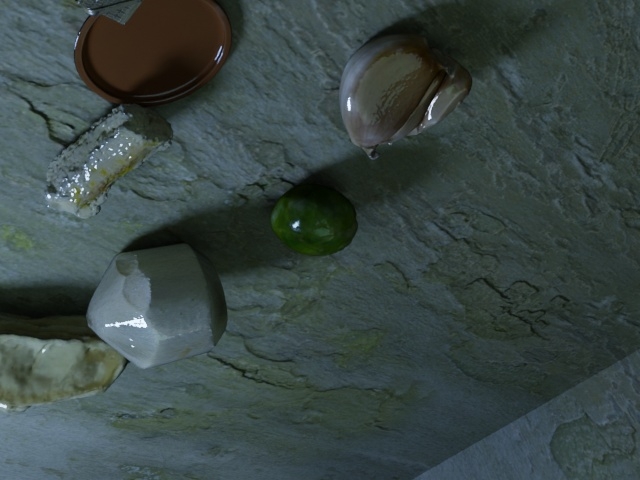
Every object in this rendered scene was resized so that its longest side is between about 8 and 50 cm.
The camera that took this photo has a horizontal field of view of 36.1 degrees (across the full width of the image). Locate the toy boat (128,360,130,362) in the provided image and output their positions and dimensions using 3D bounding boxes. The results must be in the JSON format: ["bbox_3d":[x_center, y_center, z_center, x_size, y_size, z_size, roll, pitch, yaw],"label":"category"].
[{"bbox_3d":[-0.469,0.263,2.183,0.210,0.052,0.104,-34,147,16],"label":"toy boat"}]

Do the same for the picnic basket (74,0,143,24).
[{"bbox_3d":[-0.269,-0.388,1.329,0.079,0.115,0.164,18,129,-42],"label":"picnic basket"}]

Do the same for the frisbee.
[{"bbox_3d":[-0.261,-0.304,1.539,0.251,0.021,0.250,-16,147,-11],"label":"frisbee"}]

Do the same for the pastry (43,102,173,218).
[{"bbox_3d":[-0.360,-0.134,1.646,0.258,0.089,0.121,-36,136,30],"label":"pastry"}]

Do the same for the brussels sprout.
[{"bbox_3d":[-0.007,-0.038,1.949,0.181,0.143,0.161,1,137,-34],"label":"brussels sprout"}]

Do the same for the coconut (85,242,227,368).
[{"bbox_3d":[-0.324,0.131,1.921,0.266,0.237,0.237,-7,144,-20],"label":"coconut"}]

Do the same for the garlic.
[{"bbox_3d":[0.128,-0.267,1.749,0.217,0.110,0.228,31,109,-38],"label":"garlic"}]

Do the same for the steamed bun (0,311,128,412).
[{"bbox_3d":[-0.613,0.248,1.997,0.428,0.189,0.247,1,111,-33],"label":"steamed bun"}]
